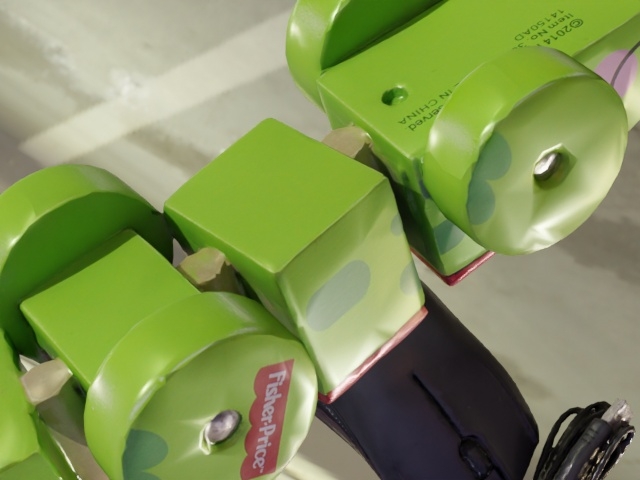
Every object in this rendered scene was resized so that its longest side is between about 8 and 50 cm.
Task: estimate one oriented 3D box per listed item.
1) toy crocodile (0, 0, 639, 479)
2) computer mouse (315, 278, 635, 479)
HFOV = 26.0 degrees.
[{"bbox_3d":[0.000,0.000,0.457,0.115,0.340,0.105,38,159,42],"label":"toy crocodile"},{"bbox_3d":[0.085,0.114,0.952,0.272,0.188,0.072,44,169,-8],"label":"computer mouse"}]
